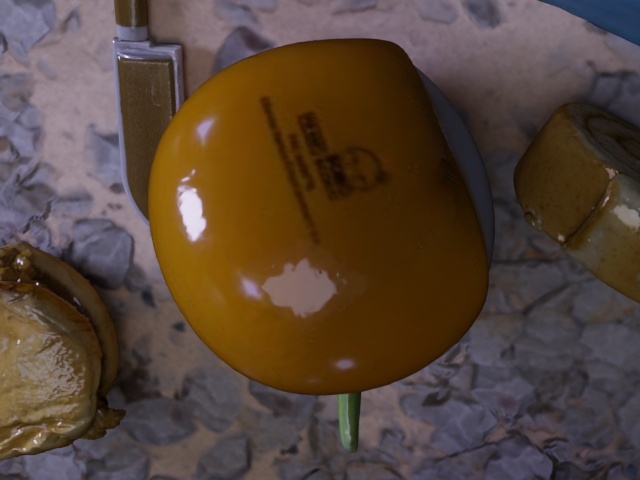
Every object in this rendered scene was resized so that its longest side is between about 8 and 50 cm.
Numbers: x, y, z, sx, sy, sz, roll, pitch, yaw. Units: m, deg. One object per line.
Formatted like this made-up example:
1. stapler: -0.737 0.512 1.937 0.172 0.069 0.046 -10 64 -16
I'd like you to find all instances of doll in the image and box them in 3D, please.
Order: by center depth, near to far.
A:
1. doll: 0.000 0.000 1.100 0.213 0.213 0.236 16 157 7

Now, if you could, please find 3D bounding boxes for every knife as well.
1. knife: -0.110 -0.114 1.155 0.046 0.022 0.256 3 116 9

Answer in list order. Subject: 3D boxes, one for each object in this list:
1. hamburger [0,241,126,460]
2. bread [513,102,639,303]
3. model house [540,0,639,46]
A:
1. hamburger: -0.205 0.077 1.239 0.138 0.083 0.147 -16 108 25
2. bread: 0.188 -0.018 1.067 0.149 0.122 0.073 30 115 -2
3. model house: 0.324 -0.217 0.879 0.360 0.297 0.339 25 88 2
